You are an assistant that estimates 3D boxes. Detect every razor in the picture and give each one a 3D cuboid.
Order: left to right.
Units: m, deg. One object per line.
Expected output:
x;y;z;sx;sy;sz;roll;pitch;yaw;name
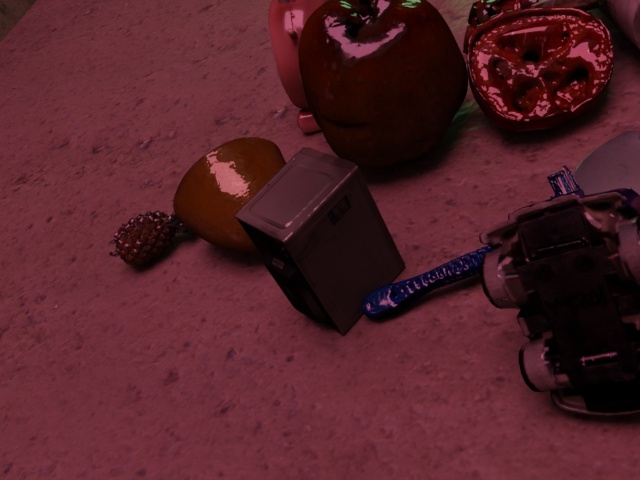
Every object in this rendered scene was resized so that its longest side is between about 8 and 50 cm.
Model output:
0.197;0.028;0.939;0.324;0.056;0.093;-31;57;23;razor

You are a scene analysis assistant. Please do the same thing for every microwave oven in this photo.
0.000;0.000;0.992;0.163;0.205;0.129;-44;42;-18;microwave oven

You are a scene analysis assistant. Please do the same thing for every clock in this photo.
-0.008;-0.363;1.343;0.142;0.241;0.227;-13;42;15;clock

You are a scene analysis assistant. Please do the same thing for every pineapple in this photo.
-0.279;-0.030;1.284;0.221;0.083;0.103;-30;37;-1;pineapple

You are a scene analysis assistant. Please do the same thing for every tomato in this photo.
0.337;-0.258;1.135;0.228;0.101;0.228;-6;62;11;tomato

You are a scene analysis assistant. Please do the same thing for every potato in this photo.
-0.118;-0.051;1.164;0.203;0.178;0.158;-18;52;-24;potato

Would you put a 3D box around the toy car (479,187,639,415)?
0.295;0.058;0.767;0.172;0.235;0.158;-19;2;41;toy car

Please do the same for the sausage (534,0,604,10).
0.406;-0.391;1.200;0.033;0.033;0.269;-29;13;1;sausage

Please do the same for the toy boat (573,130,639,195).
0.398;-0.062;0.932;0.134;0.079;0.208;28;55;37;toy boat

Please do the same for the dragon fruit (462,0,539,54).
0.316;-0.380;1.259;0.121;0.130;0.142;13;11;18;dragon fruit

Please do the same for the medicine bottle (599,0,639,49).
0.515;-0.440;1.142;0.190;0.190;0.332;-22;41;10;medicine bottle

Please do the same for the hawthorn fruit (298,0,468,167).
0.088;-0.281;1.154;0.268;0.301;0.268;-14;38;11;hawthorn fruit
